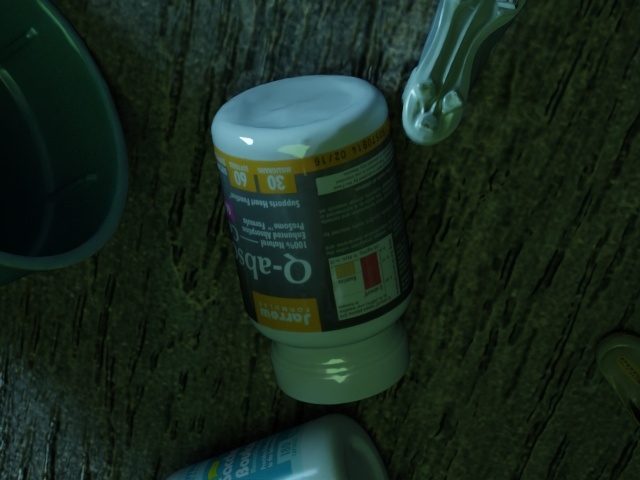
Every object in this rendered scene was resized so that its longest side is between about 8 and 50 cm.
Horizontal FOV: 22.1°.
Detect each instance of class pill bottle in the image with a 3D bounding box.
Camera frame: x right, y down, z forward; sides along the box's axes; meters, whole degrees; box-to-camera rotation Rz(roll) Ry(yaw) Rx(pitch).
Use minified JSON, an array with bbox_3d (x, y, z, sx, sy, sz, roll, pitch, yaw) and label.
[{"bbox_3d":[-0.068,0.283,1.675,0.264,0.146,0.146,-23,110,20],"label":"pill bottle"},{"bbox_3d":[0.000,0.000,1.512,0.162,0.162,0.278,-4,115,13],"label":"pill bottle"}]

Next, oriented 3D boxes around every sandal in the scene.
[{"bbox_3d":[0.334,0.163,1.591,0.180,0.049,0.072,44,116,-12],"label":"sandal"}]

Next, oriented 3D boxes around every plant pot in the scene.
[{"bbox_3d":[-0.410,-0.059,1.487,0.334,0.341,0.341,-30,107,32],"label":"plant pot"}]

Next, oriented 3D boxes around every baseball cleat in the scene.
[{"bbox_3d":[0.120,-0.180,1.450,0.072,0.109,0.205,30,88,-8],"label":"baseball cleat"}]

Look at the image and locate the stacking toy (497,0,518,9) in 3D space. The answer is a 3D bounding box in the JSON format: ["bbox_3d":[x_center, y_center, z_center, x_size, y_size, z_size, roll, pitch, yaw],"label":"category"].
[{"bbox_3d":[0.245,-0.276,1.344,0.167,0.052,0.221,16,94,18],"label":"stacking toy"}]
